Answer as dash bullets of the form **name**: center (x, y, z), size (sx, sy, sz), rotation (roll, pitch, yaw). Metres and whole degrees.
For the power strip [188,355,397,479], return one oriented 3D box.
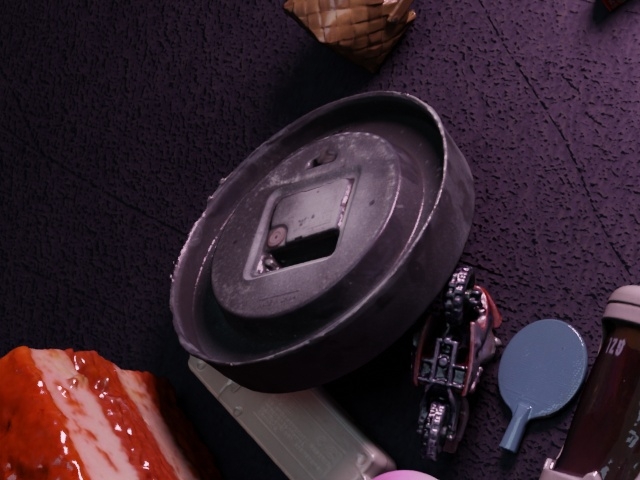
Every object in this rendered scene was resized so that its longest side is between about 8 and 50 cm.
- **power strip**: center (-0.042, 0.193, 1.988), size (0.098, 0.058, 0.338), rotation (-49, 57, 5)

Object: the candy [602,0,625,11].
- **candy**: center (0.360, -0.318, 1.953), size (0.122, 0.062, 0.038), rotation (-35, 59, 13)

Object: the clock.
- **clock**: center (0.000, 0.000, 1.946), size (0.386, 0.076, 0.386), rotation (-26, 38, 23)

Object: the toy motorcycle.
- **toy motorcycle**: center (0.144, 0.133, 1.885), size (0.082, 0.122, 0.213), rotation (11, 90, 25)

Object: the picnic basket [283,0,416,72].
- **picnic basket**: center (0.059, -0.304, 2.067), size (0.128, 0.138, 0.178), rotation (38, 98, 34)

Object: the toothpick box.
- **toothpick box**: center (0.337, 0.227, 1.690), size (0.229, 0.229, 0.316), rotation (19, 84, 33)

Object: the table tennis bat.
- **table tennis bat**: center (0.233, 0.158, 1.874), size (0.100, 0.019, 0.155), rotation (18, 80, 32)

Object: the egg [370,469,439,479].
- **egg**: center (0.066, 0.373, 1.787), size (0.196, 0.196, 0.271), rotation (9, 57, 31)

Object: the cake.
- **cake**: center (-0.288, 0.293, 1.928), size (0.269, 0.319, 0.270), rotation (-40, 58, 12)
